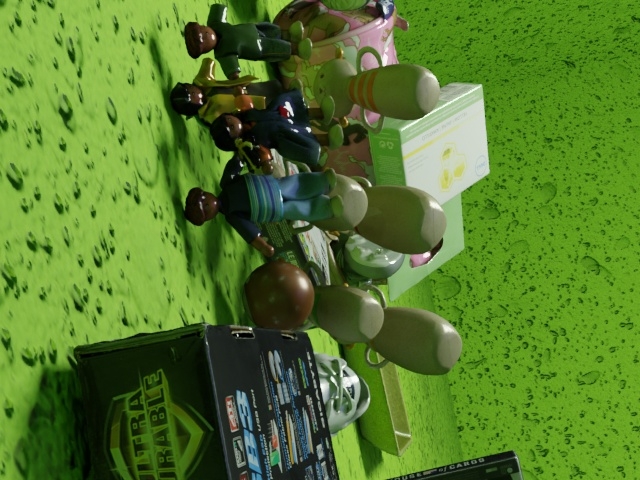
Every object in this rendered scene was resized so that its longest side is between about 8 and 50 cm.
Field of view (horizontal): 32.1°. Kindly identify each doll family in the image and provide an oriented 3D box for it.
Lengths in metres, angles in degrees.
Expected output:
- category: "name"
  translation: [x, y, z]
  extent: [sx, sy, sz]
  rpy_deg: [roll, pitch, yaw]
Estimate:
- category: "doll family"
  translation: [-0.053, -0.081, 0.795]
  extent: [0.076, 0.111, 0.193]
  rpy_deg: [-63, -140, 46]

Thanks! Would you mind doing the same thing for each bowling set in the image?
- category: "bowling set"
  translation: [-0.009, -0.005, 0.898]
  extent: [0.154, 0.200, 0.287]
  rpy_deg: [13, -67, 49]

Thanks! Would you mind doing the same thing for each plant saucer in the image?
- category: "plant saucer"
  translation: [0.068, 0.176, 1.405]
  extent: [0.188, 0.045, 0.188]
  rpy_deg: [27, 50, -79]

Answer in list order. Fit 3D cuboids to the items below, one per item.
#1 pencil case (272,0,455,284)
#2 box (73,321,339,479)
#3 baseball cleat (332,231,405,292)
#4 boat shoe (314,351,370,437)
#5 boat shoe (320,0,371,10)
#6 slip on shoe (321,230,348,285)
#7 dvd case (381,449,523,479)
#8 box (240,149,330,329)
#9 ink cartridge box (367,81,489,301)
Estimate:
- category: "pencil case"
  translation: [0.061, -0.126, 1.410]
  extent: [0.160, 0.167, 0.386]
  rpy_deg: [-98, 172, -57]
- category: "box"
  translation: [-0.031, 0.195, 0.607]
  extent: [0.293, 0.073, 0.295]
  rpy_deg: [24, 54, -79]
- category: "baseball cleat"
  translation: [0.052, 0.032, 1.295]
  extent: [0.206, 0.072, 0.109]
  rpy_deg: [-113, -155, -73]
- category: "boat shoe"
  translation: [-0.007, 0.116, 0.877]
  extent: [0.226, 0.076, 0.083]
  rpy_deg: [22, 55, -80]
- category: "boat shoe"
  translation: [0.016, -0.412, 1.332]
  extent: [0.500, 0.156, 0.187]
  rpy_deg: [-107, 172, -63]
- category: "slip on shoe"
  translation: [0.000, 0.000, 1.231]
  extent: [0.051, 0.041, 0.135]
  rpy_deg: [49, 29, -73]
- category: "dvd case"
  translation: [0.150, 0.360, 1.197]
  extent: [0.029, 0.179, 0.238]
  rpy_deg: [-89, 165, -82]
- category: "box"
  translation: [-0.033, -0.020, 1.058]
  extent: [0.207, 0.036, 0.114]
  rpy_deg: [69, 12, -46]
- category: "ink cartridge box"
  translation: [0.140, -0.057, 1.363]
  extent: [0.171, 0.056, 0.235]
  rpy_deg: [-32, 122, -40]
